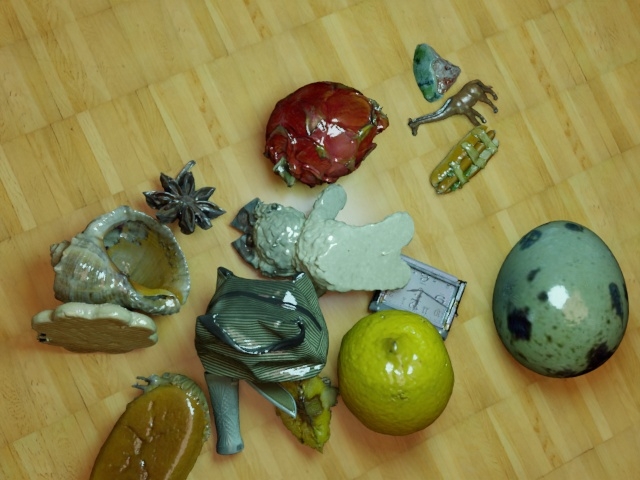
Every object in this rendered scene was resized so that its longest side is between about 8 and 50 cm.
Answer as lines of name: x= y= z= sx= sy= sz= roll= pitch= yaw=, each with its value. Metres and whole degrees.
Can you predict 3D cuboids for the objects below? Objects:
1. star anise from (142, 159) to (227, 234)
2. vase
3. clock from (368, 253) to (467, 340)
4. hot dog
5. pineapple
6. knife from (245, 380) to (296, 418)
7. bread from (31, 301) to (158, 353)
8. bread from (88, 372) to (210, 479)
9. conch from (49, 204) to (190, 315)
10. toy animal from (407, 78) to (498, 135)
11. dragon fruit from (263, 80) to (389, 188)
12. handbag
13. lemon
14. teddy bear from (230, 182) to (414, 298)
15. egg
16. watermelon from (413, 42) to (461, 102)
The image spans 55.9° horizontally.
star anise: x=-0.367 y=-0.109 z=1.637 sx=0.230 sy=0.081 sz=0.263 roll=8 pitch=47 yaw=-20
vase: x=-0.253 y=0.456 z=1.615 sx=0.096 sy=0.096 sz=0.220 roll=-6 pitch=88 yaw=-8
clock: x=0.277 y=0.156 z=1.716 sx=0.253 sy=0.083 sz=0.187 roll=24 pitch=82 yaw=-4
hot dog: x=0.425 y=-0.232 z=1.775 sx=0.269 sy=0.072 sz=0.109 roll=-47 pitch=107 yaw=-9
pineapple: x=-0.042 y=0.425 z=1.652 sx=0.164 sy=0.139 sz=0.250 roll=-36 pitch=109 yaw=-49
knife: x=-0.185 y=0.351 z=1.595 sx=0.343 sy=0.027 sz=0.061 roll=36 pitch=41 yaw=21
bread: x=-0.560 y=0.220 z=1.507 sx=0.315 sy=0.316 sz=0.054 roll=1 pitch=61 yaw=-7
bread: x=-0.427 y=0.533 z=1.537 sx=0.235 sy=0.183 sz=0.389 roll=25 pitch=82 yaw=-2
conch: x=-0.519 y=0.072 z=1.570 sx=0.352 sy=0.210 sz=0.297 roll=32 pitch=70 yaw=-25
toy animal: x=0.397 y=-0.382 z=1.791 sx=0.229 sy=0.066 sz=0.224 roll=20 pitch=111 yaw=-20
dragon fruit: x=0.003 y=-0.291 z=1.634 sx=0.342 sy=0.277 sz=0.277 roll=-42 pitch=91 yaw=-7
handbag: x=-0.149 y=0.209 z=1.516 sx=0.340 sy=0.240 sz=0.247 roll=3 pitch=41 yaw=8
lemon: x=0.193 y=0.339 z=1.565 sx=0.335 sy=0.336 sz=0.337 roll=1 pitch=84 yaw=-7
teddy bear: x=0.000 y=0.000 z=1.647 sx=0.375 sy=0.362 sz=0.328 roll=-8 pitch=110 yaw=-32
egg: x=0.644 y=0.155 z=1.635 sx=0.344 sy=0.345 sz=0.429 roll=5 pitch=81 yaw=-7
watermelon: x=0.356 y=-0.514 z=1.803 sx=0.139 sy=0.071 sz=0.187 roll=-11 pitch=86 yaw=-13
